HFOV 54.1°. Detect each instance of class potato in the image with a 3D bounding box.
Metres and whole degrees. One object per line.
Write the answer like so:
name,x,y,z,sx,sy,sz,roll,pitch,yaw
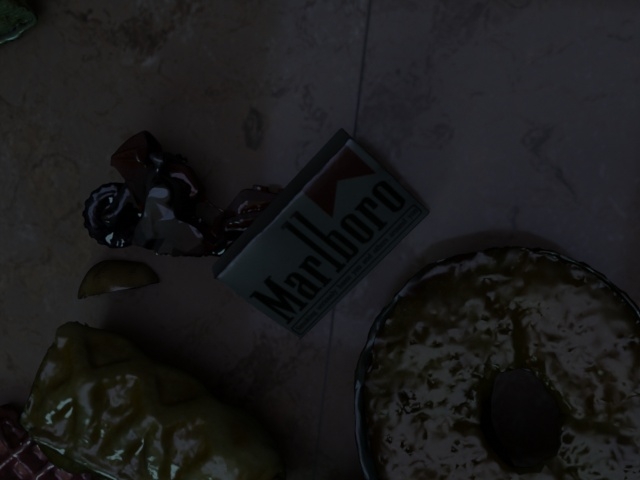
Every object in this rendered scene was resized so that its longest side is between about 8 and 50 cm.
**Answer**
potato,-0.220,0.037,0.657,0.093,0.037,0.036,-11,89,13

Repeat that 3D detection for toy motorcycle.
toy motorcycle,-0.122,-0.038,0.607,0.212,0.084,0.118,10,95,0

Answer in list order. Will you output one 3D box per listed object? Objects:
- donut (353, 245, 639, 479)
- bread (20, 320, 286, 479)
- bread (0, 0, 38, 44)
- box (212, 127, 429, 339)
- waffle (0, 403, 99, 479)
donut,0.162,0.148,0.528,0.272,0.107,0.272,-4,76,17
bread,-0.153,0.195,0.612,0.267,0.130,0.152,27,134,6
bread,-0.377,-0.245,0.625,0.156,0.103,0.110,-21,96,7
box,0.000,0.000,0.579,0.115,0.036,0.177,39,102,-27
waffle,-0.352,0.296,0.702,0.234,0.055,0.221,6,97,12
